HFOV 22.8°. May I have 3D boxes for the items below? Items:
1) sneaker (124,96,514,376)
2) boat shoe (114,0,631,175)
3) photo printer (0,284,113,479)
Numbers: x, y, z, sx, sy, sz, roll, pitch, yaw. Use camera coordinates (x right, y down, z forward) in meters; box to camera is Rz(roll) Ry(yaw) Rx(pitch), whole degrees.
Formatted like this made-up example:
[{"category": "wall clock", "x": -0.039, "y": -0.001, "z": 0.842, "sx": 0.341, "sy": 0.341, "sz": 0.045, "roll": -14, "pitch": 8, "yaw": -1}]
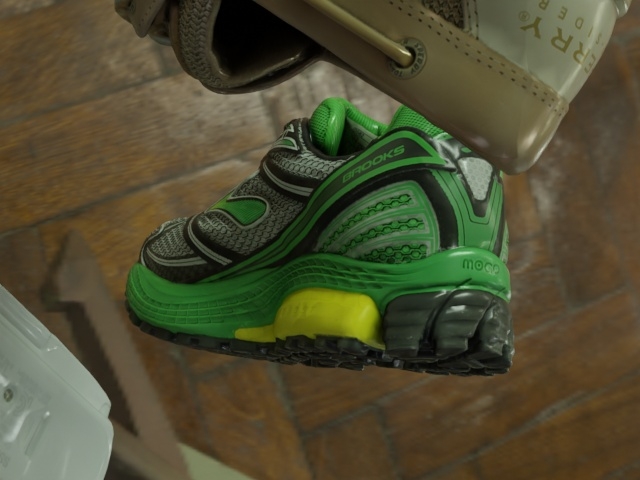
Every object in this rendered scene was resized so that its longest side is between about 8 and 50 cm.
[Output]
[{"category": "sneaker", "x": 0.000, "y": 0.000, "z": 0.915, "sx": 0.134, "sy": 0.343, "sz": 0.146, "roll": 13, "pitch": 80, "yaw": -33}, {"category": "boat shoe", "x": -0.037, "y": -0.118, "z": 0.612, "sx": 0.121, "sy": 0.341, "sz": 0.110, "roll": 26, "pitch": 89, "yaw": -47}, {"category": "photo printer", "x": -0.293, "y": 0.050, "z": 0.823, "sx": 0.256, "sy": 0.307, "sz": 0.107, "roll": 54, "pitch": 51, "yaw": -47}]
